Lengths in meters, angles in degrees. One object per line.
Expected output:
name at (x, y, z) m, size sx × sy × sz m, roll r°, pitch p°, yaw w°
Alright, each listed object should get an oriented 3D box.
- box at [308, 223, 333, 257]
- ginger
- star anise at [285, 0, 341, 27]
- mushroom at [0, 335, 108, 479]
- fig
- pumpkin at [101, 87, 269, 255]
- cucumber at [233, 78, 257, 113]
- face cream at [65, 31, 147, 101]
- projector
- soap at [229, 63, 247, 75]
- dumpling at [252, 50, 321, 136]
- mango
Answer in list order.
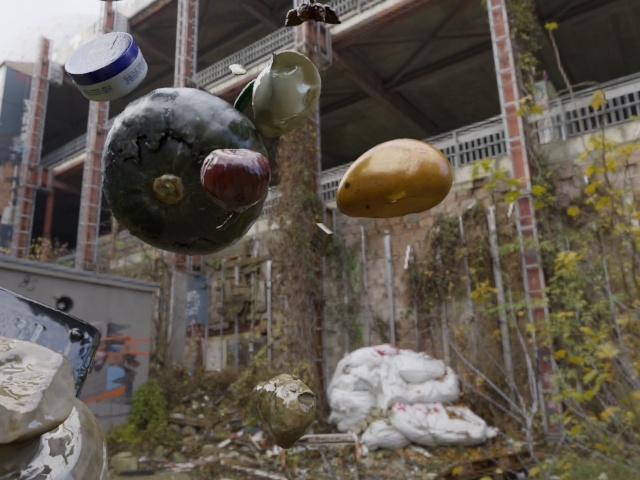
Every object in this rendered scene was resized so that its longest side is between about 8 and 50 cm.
box at (0.000, 0.000, 1.444) m, size 0.024 × 0.083 × 0.053 m, roll -4°, pitch 35°, yaw -44°
ginger at (-0.066, 0.271, 0.849) m, size 0.080 × 0.104 × 0.204 m, roll 18°, pitch -10°, yaw -15°
star anise at (-0.033, -0.833, 1.866) m, size 0.196 × 0.212 × 0.111 m, roll -36°, pitch -33°, yaw -22°
mushroom at (-0.384, 0.236, 0.577) m, size 0.298 × 0.289 × 0.297 m, roll 22°, pitch 17°, yaw -7°
fig at (-0.156, -0.099, 0.911) m, size 0.129 × 0.150 × 0.128 m, roll 18°, pitch -14°, yaw 5°
pumpkin at (-0.357, -0.175, 1.370) m, size 0.455 × 0.453 × 0.344 m, roll -5°, pitch 22°, yaw 13°
cucumber at (-0.211, -0.393, 1.423) m, size 0.037 × 0.037 × 0.155 m, roll 13°, pitch -48°, yaw -43°
face cream at (-0.605, -0.492, 1.463) m, size 0.206 × 0.205 × 0.111 m, roll -5°, pitch -38°, yaw 12°
projector at (-0.775, 0.330, 1.181) m, size 0.405 × 0.394 × 0.242 m, roll 29°, pitch -50°, yaw -24°
soap at (-0.197, -0.409, 1.226) m, size 0.034 × 0.089 × 0.012 m, roll -11°, pitch -56°, yaw -14°
dumpling at (-0.084, -0.353, 1.275) m, size 0.167 × 0.215 × 0.126 m, roll 7°, pitch 16°, yaw -21°
mango at (0.170, -0.147, 1.248) m, size 0.291 × 0.190 × 0.160 m, roll -17°, pitch -29°, yaw 14°
